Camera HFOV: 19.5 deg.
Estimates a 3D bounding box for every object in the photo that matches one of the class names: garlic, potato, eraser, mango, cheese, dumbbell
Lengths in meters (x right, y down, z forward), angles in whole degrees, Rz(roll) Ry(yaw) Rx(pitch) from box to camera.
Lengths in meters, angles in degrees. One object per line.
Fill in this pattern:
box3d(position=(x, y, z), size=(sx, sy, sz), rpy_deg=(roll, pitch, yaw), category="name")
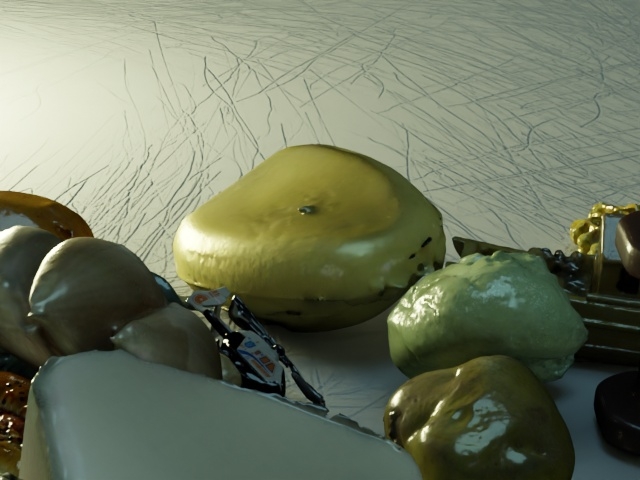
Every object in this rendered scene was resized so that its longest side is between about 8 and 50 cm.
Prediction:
box3d(position=(-0.207, 0.081, 1.698), size=(0.279, 0.325, 0.132), rpy_deg=(15, 67, 28), category="garlic")
box3d(position=(0.146, 0.185, 1.682), size=(0.154, 0.137, 0.200), rpy_deg=(-31, 29, 0), category="potato")
box3d(position=(-0.121, 0.222, 1.491), size=(0.331, 0.150, 0.331), rpy_deg=(9, 38, -7), category="eraser")
box3d(position=(-0.361, 0.023, 2.004), size=(0.249, 0.151, 0.156), rpy_deg=(-8, -6, -6), category="mango")
box3d(position=(0.000, 0.000, 2.012), size=(0.259, 0.128, 0.316), rpy_deg=(-38, 37, -22), category="cheese")
box3d(position=(0.337, 0.088, 1.782), size=(0.124, 0.225, 0.140), rpy_deg=(2, 23, -3), category="dumbbell")

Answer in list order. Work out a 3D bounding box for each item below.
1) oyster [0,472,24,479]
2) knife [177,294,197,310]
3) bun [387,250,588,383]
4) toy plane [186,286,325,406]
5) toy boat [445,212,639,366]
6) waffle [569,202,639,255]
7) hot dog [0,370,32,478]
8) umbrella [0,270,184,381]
box3d(position=(-0.375, 0.281, 1.464), size=(0.354, 0.107, 0.201), rpy_deg=(-18, 22, 18), category="oyster")
box3d(position=(-0.214, 0.052, 2.067), size=(0.222, 0.021, 0.045), rpy_deg=(12, 26, 31), category="knife")
box3d(position=(0.172, 0.073, 1.836), size=(0.204, 0.126, 0.212), rpy_deg=(5, -15, -27), category="bun")
box3d(position=(-0.079, 0.113, 1.881), size=(0.078, 0.053, 0.197), rpy_deg=(-16, 44, -32), category="toy plane")
box3d(position=(0.353, 0.053, 1.937), size=(0.445, 0.162, 0.136), rpy_deg=(5, 29, 8), category="toy boat")
box3d(position=(0.390, -0.007, 2.203), size=(0.192, 0.046, 0.160), rpy_deg=(1, 23, -1), category="waffle")
box3d(position=(-0.263, 0.194, 1.700), size=(0.144, 0.075, 0.268), rpy_deg=(-20, 32, -39), category="hot dog")
box3d(position=(-0.306, 0.101, 1.878), size=(0.349, 0.094, 0.143), rpy_deg=(-4, 21, -7), category="umbrella")
